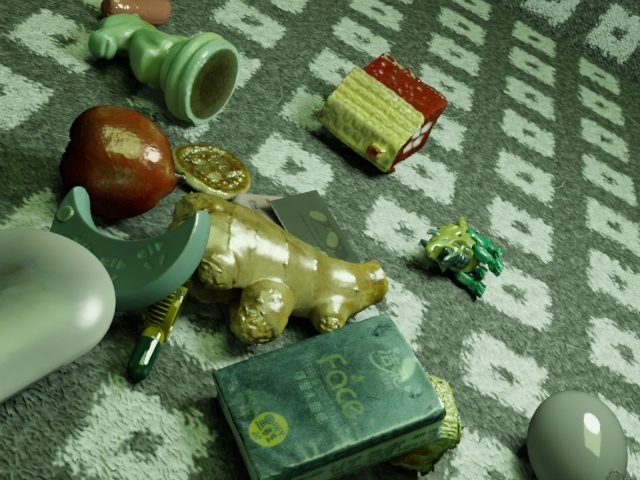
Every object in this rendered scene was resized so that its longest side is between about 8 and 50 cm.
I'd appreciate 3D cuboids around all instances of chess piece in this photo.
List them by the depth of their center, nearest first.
[{"bbox_3d":[-0.311,-0.349,1.713,0.298,0.175,0.176,30,31,22],"label":"chess piece"}]

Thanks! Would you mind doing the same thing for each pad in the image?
[{"bbox_3d":[0.000,0.000,1.565,0.127,0.004,0.190,-19,73,-48],"label":"pad"}]

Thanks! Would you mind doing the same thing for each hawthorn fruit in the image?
[{"bbox_3d":[-0.295,-0.116,1.382,0.188,0.169,0.169,9,38,-12],"label":"hawthorn fruit"}]

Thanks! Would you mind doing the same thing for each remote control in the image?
[{"bbox_3d":[-0.398,0.091,1.075,0.221,0.103,0.332,38,42,21],"label":"remote control"}]

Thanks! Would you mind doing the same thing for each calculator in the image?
[{"bbox_3d":[-0.075,-0.038,1.576,0.175,0.032,0.100,3,43,-36],"label":"calculator"}]

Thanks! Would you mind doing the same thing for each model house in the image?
[{"bbox_3d":[0.119,-0.255,1.894,0.196,0.160,0.254,38,36,8],"label":"model house"}]

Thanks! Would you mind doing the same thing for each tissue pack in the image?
[{"bbox_3d":[0.009,0.215,1.190,0.257,0.081,0.185,-17,49,-16],"label":"tissue pack"}]

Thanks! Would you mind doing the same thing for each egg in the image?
[{"bbox_3d":[0.387,0.316,1.376,0.146,0.146,0.198,23,41,-12],"label":"egg"}]

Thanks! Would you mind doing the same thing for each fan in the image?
[{"bbox_3d":[-0.223,0.121,1.225,0.039,0.082,0.155,23,46,-4],"label":"fan"}]

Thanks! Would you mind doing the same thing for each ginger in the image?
[{"bbox_3d":[-0.056,0.051,1.361,0.376,0.166,0.236,14,21,-12],"label":"ginger"}]

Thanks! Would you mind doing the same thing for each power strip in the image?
[{"bbox_3d":[-0.282,0.012,1.238,0.253,0.054,0.167,9,64,20],"label":"power strip"}]

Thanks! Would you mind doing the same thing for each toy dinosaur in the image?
[{"bbox_3d":[0.278,0.014,1.742,0.153,0.094,0.259,39,26,6],"label":"toy dinosaur"}]

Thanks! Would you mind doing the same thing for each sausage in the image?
[{"bbox_3d":[-0.376,-0.474,1.874,0.154,0.062,0.062,-10,51,-44],"label":"sausage"}]

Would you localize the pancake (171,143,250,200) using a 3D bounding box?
[{"bbox_3d":[-0.193,-0.125,1.600,0.158,0.028,0.158,22,32,-15],"label":"pancake"}]

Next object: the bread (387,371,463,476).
[{"bbox_3d":[0.138,0.249,1.285,0.069,0.128,0.140,19,41,-25],"label":"bread"}]
